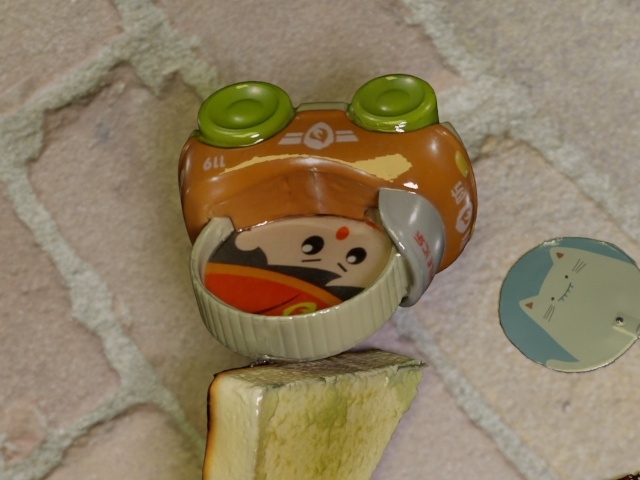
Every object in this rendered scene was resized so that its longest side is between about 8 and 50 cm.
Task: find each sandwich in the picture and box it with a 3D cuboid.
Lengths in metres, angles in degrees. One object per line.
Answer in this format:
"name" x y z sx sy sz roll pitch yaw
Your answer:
"sandwich" -0.007 0.165 1.243 0.058 0.193 0.162 14 102 38

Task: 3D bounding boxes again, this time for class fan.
"fan" 0.218 0.058 1.300 0.175 0.005 0.113 23 71 22

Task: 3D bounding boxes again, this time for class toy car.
"toy car" 0.000 0.000 1.262 0.235 0.145 0.235 -7 42 6

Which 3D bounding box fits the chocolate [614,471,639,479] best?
"chocolate" 0.165 0.215 1.221 0.183 0.028 0.086 -16 55 2
